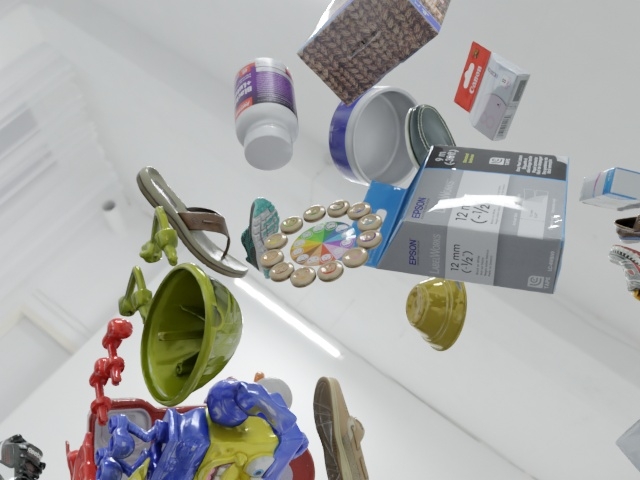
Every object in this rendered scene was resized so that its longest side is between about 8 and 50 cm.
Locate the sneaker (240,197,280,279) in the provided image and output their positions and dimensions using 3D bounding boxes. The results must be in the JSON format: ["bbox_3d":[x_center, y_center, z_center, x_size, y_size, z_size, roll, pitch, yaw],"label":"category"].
[{"bbox_3d":[-0.115,-0.007,1.182,0.076,0.065,0.166,26,-46,32],"label":"sneaker"}]

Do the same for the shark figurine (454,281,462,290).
[{"bbox_3d":[0.362,0.010,1.539,0.116,0.278,0.166,-19,-88,28],"label":"shark figurine"}]

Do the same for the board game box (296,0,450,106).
[{"bbox_3d":[0.118,-0.436,1.262,0.141,0.291,0.232,42,-48,-18],"label":"board game box"}]

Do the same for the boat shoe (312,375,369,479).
[{"bbox_3d":[0.062,0.546,1.879,0.122,0.110,0.341,-8,-89,62],"label":"boat shoe"}]

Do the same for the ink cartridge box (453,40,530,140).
[{"bbox_3d":[0.435,-0.402,1.769,0.232,0.066,0.189,46,-44,39],"label":"ink cartridge box"}]

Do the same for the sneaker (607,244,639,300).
[{"bbox_3d":[0.685,0.076,1.427,0.088,0.092,0.225,21,15,-13],"label":"sneaker"}]

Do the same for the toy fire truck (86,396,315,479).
[{"bbox_3d":[-0.154,0.336,0.779,0.254,0.302,0.169,4,-7,-24],"label":"toy fire truck"}]

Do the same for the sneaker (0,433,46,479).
[{"bbox_3d":[-0.649,0.506,1.404,0.276,0.135,0.097,29,-28,52],"label":"sneaker"}]

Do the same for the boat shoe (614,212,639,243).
[{"bbox_3d":[0.776,-0.033,1.571,0.066,0.066,0.183,50,-26,-12],"label":"boat shoe"}]

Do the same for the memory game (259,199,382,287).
[{"bbox_3d":[0.000,0.000,0.939,0.186,0.186,0.012,17,-40,42],"label":"memory game"}]

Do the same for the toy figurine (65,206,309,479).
[{"bbox_3d":[-0.101,0.167,0.657,0.217,0.362,0.191,13,26,-30],"label":"toy figurine"}]

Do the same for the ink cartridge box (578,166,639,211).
[{"bbox_3d":[0.535,-0.090,1.186,0.088,0.052,0.122,13,-5,-3],"label":"ink cartridge box"}]

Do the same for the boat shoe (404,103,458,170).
[{"bbox_3d":[0.259,-0.137,1.285,0.099,0.116,0.319,-40,-119,55],"label":"boat shoe"}]

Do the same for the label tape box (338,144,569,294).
[{"bbox_3d":[0.222,-0.053,1.097,0.348,0.249,0.115,9,-51,16],"label":"label tape box"}]

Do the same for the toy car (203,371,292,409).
[{"bbox_3d":[-0.139,0.305,1.155,0.136,0.182,0.159,34,-37,14],"label":"toy car"}]

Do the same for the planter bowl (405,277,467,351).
[{"bbox_3d":[0.281,0.172,1.708,0.090,0.217,0.217,11,-17,-20],"label":"planter bowl"}]

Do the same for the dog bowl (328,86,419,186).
[{"bbox_3d":[0.152,-0.274,1.758,0.104,0.265,0.265,18,-33,50],"label":"dog bowl"}]

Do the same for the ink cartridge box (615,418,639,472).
[{"bbox_3d":[0.629,0.400,1.122,0.219,0.092,0.160,32,17,-34],"label":"ink cartridge box"}]

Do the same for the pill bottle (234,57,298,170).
[{"bbox_3d":[-0.093,-0.214,1.132,0.108,0.193,0.108,-5,-40,-4],"label":"pill bottle"}]

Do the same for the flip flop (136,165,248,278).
[{"bbox_3d":[-0.228,-0.038,1.239,0.277,0.080,0.112,50,5,-7],"label":"flip flop"}]
